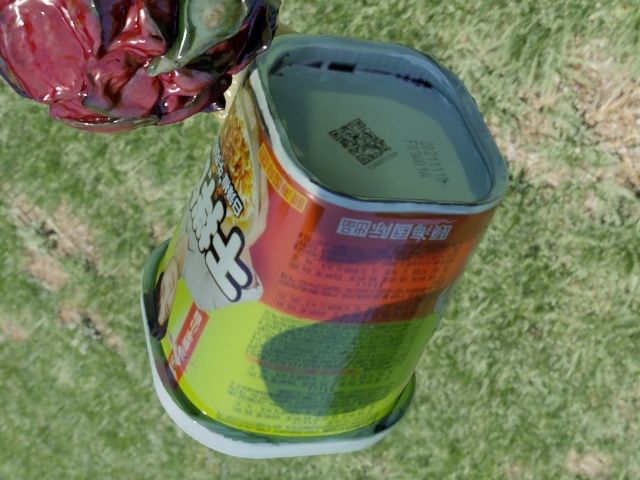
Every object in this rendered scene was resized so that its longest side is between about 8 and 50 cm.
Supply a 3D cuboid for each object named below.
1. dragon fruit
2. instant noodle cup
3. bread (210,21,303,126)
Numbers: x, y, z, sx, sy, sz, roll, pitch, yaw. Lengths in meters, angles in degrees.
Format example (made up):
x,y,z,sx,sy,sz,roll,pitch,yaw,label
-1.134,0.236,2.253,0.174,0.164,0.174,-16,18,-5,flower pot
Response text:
x,y,z,sx,sy,sz,roll,pitch,yaw,label
-0.158,-0.199,0.706,0.293,0.233,0.234,44,158,47,dragon fruit
0.000,0.000,0.838,0.294,0.294,0.308,35,134,11,instant noodle cup
-0.044,-0.166,1.139,0.251,0.133,0.174,49,130,-3,bread
